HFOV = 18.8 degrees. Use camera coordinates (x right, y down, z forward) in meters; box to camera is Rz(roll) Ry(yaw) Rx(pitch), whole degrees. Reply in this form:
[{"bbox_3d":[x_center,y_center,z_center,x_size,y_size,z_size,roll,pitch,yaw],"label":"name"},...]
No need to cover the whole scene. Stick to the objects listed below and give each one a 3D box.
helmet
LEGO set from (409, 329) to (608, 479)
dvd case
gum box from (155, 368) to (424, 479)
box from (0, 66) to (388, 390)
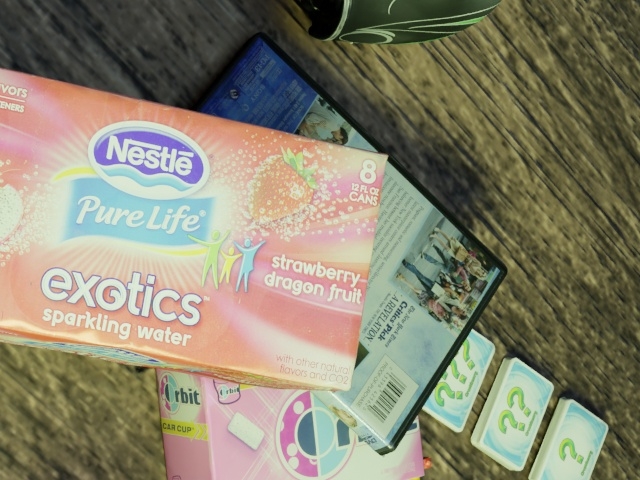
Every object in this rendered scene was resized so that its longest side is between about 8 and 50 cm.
[{"bbox_3d":[0.064,-0.215,1.350,0.161,0.169,0.169,-15,99,-18],"label":"helmet"},{"bbox_3d":[0.125,0.204,1.448,0.182,0.060,0.244,36,68,-28],"label":"LEGO set"},{"bbox_3d":[0.000,0.000,1.327,0.253,0.022,0.180,43,56,-11],"label":"dvd case"},{"bbox_3d":[-0.015,0.125,1.342,0.188,0.062,0.107,-9,95,-35],"label":"gum box"},{"bbox_3d":[-0.128,-0.006,1.167,0.300,0.142,0.154,13,82,-18],"label":"box"}]
